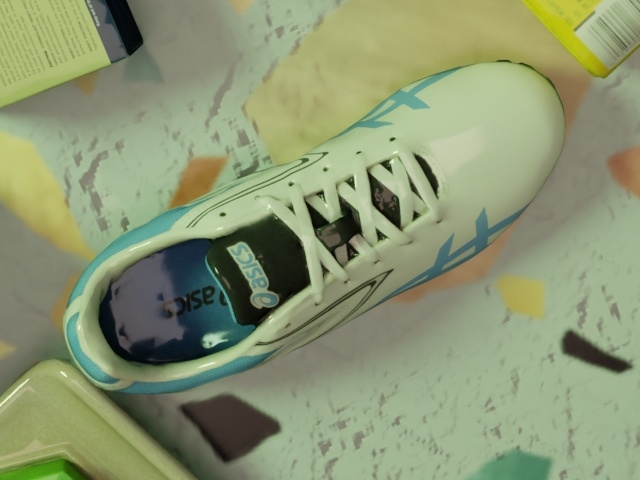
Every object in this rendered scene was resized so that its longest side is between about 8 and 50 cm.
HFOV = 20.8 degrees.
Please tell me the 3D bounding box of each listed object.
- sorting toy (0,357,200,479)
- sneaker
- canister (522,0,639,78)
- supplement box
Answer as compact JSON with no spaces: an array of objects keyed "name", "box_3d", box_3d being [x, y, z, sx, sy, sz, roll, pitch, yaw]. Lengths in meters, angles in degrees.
[{"name":"sorting toy","box_3d":[-0.124,0.182,0.797,0.208,0.038,0.193,-42,106,10]},{"name":"sneaker","box_3d":[0.000,0.000,0.743,0.237,0.086,0.085,-28,99,6]},{"name":"canister","box_3d":[0.137,-0.165,0.710,0.170,0.073,0.126,-43,98,11]},{"name":"supplement box","box_3d":[-0.131,-0.103,0.737,0.083,0.056,0.083,-21,101,5]}]
